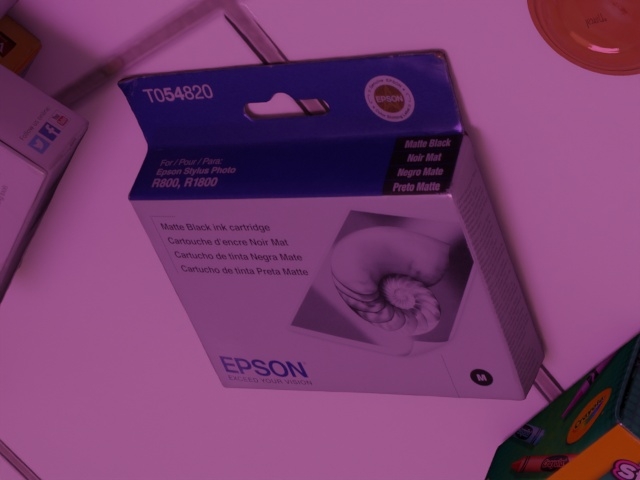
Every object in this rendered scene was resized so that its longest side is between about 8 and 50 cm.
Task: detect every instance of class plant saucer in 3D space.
[{"bbox_3d":[0.140,-0.115,0.726,0.083,0.013,0.083,16,136,17],"label":"plant saucer"}]

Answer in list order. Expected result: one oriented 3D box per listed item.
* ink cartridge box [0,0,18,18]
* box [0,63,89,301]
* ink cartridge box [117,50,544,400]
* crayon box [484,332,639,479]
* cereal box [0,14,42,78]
[{"bbox_3d":[-0.283,-0.208,0.741,0.270,0.197,0.198,34,137,-4],"label":"ink cartridge box"},{"bbox_3d":[-0.319,-0.076,0.917,0.322,0.058,0.232,34,137,-2],"label":"box"},{"bbox_3d":[0.000,0.000,0.888,0.223,0.045,0.224,-1,128,31],"label":"ink cartridge box"},{"bbox_3d":[0.249,0.193,0.901,0.278,0.081,0.165,35,137,-4],"label":"crayon box"},{"bbox_3d":[-0.296,-0.098,0.963,0.173,0.047,0.240,37,137,-7],"label":"cereal box"}]
